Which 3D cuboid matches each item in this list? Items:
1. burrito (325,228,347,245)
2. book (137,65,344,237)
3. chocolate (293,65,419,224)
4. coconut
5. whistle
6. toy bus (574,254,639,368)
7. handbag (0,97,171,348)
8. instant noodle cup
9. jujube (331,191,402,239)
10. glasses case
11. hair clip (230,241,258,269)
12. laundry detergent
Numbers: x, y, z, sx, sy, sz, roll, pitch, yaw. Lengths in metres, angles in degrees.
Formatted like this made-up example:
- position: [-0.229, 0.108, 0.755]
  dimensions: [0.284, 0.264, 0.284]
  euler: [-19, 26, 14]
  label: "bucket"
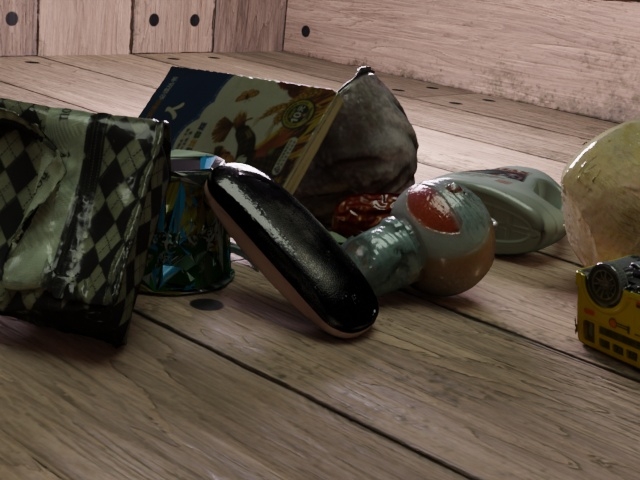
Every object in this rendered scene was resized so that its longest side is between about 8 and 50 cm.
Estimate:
- position: [-0.003, 0.001, 1.775]
  dimensions: [0.074, 0.044, 0.118]
  euler: [-8, 24, -31]
  label: "burrito"
- position: [-0.189, -0.161, 1.857]
  dimensions: [0.428, 0.300, 0.039]
  euler: [14, -21, 39]
  label: "book"
- position: [0.074, -0.142, 1.940]
  dimensions: [0.213, 0.303, 0.303]
  euler: [42, 23, 5]
  label: "chocolate"
- position: [0.533, -0.032, 1.656]
  dimensions: [0.297, 0.297, 0.255]
  euler: [-1, 43, -21]
  label: "coconut"
- position: [0.128, 0.009, 1.592]
  dimensions: [0.347, 0.189, 0.189]
  euler: [-19, 26, -24]
  label: "whistle"
- position: [0.495, 0.116, 1.384]
  dimensions: [0.144, 0.152, 0.330]
  euler: [-12, 21, -32]
  label: "toy bus"
- position: [-0.421, -0.025, 1.351]
  dimensions: [0.416, 0.180, 0.317]
  euler: [8, 58, 2]
  label: "handbag"
- position: [-0.235, -0.038, 1.590]
  dimensions: [0.240, 0.178, 0.240]
  euler: [5, 16, -2]
  label: "instant noodle cup"
- position: [0.107, -0.028, 1.798]
  dimensions: [0.176, 0.112, 0.109]
  euler: [7, 16, 17]
  label: "jujube"
- position: [-0.041, 0.010, 1.472]
  dimensions: [0.314, 0.075, 0.122]
  euler: [47, 35, 14]
  label: "glasses case"
- position: [-0.131, 0.020, 1.689]
  dimensions: [0.115, 0.030, 0.039]
  euler: [14, 20, 25]
  label: "hair clip"
- position: [0.375, -0.070, 2.024]
  dimensions: [0.264, 0.125, 0.398]
  euler: [14, 16, 28]
  label: "laundry detergent"
